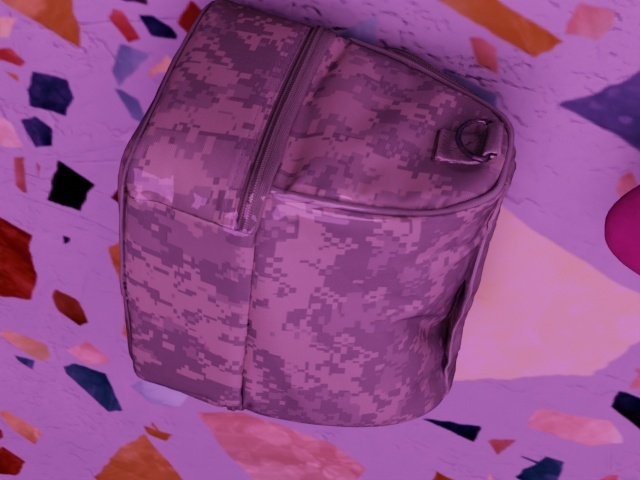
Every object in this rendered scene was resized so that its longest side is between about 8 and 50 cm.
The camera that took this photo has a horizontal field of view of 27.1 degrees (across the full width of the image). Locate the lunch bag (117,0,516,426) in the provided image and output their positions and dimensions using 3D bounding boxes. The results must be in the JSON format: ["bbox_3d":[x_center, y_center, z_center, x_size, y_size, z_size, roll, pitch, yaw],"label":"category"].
[{"bbox_3d":[0.000,0.000,1.005,0.256,0.213,0.305,17,140,7],"label":"lunch bag"}]

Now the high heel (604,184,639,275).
[{"bbox_3d":[0.373,-0.017,0.843,0.377,0.127,0.181,-2,172,11],"label":"high heel"}]
